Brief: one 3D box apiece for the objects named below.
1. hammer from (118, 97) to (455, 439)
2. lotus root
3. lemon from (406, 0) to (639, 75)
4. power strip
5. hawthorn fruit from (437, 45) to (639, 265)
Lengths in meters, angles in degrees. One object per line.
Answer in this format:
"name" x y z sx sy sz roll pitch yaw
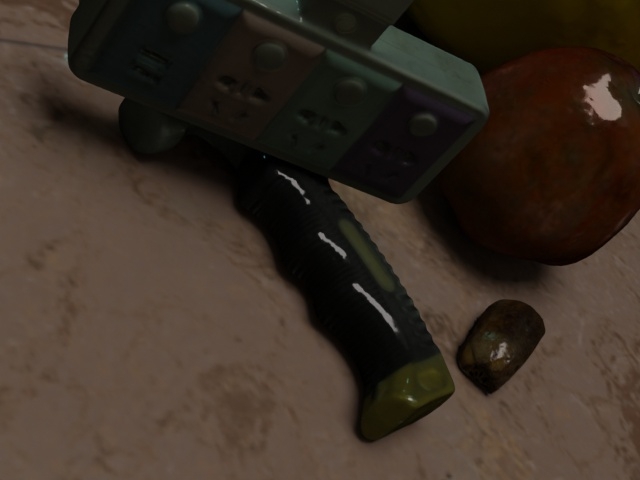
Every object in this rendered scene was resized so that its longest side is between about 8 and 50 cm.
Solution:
"hammer" 0.000 0.000 0.642 0.159 0.041 0.226 -11 62 -48
"lotus root" 0.113 0.057 0.705 0.037 0.030 0.083 46 34 4
"lemon" 0.193 -0.265 0.857 0.348 0.348 0.348 27 39 -24
"power strip" -0.002 -0.108 0.590 0.215 0.145 0.061 20 44 -30
"hawthorn fruit" 0.165 -0.068 0.768 0.149 0.189 0.149 51 6 -7
